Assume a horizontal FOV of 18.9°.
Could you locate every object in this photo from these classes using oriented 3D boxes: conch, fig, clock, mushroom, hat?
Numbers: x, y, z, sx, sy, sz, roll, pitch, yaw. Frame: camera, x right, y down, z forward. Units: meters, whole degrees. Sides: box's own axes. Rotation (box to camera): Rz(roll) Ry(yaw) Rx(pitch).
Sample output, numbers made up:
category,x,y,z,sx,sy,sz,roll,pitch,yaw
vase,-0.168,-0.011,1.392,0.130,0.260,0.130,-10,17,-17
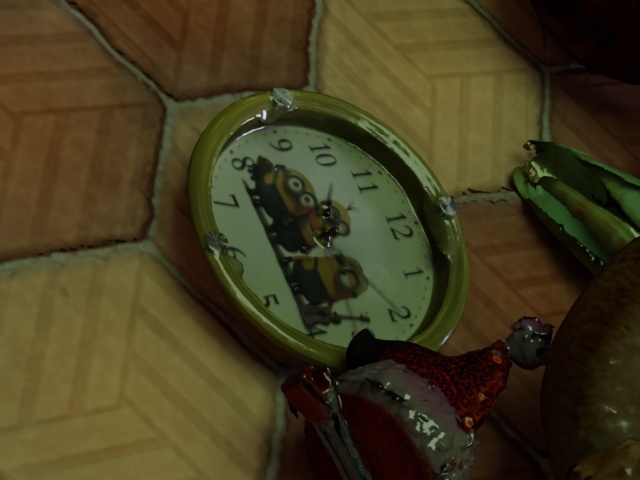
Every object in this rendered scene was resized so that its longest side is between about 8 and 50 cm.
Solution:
category,x,y,z,sx,sy,sz,roll,pitch,yaw
conch,0.223,-0.017,1.546,0.170,0.079,0.106,33,38,12
fig,0.280,-0.257,1.660,0.224,0.224,0.263,19,48,-21
clock,0.000,0.000,1.396,0.237,0.057,0.237,17,53,-24
mushroom,0.312,0.141,1.344,0.345,0.345,0.239,14,16,-24
hat,0.080,0.105,1.314,0.140,0.129,0.227,51,49,5
